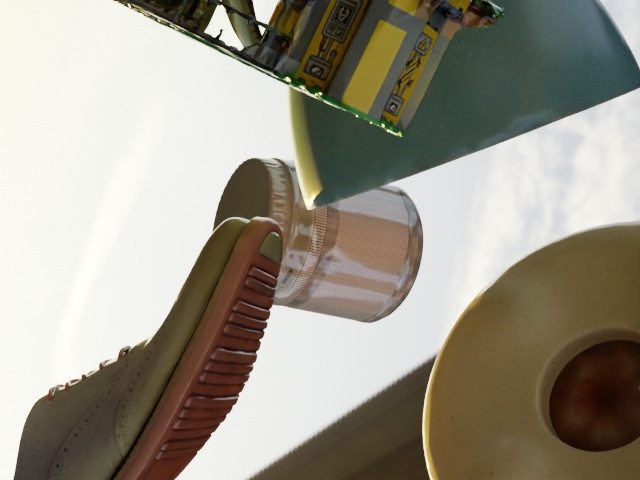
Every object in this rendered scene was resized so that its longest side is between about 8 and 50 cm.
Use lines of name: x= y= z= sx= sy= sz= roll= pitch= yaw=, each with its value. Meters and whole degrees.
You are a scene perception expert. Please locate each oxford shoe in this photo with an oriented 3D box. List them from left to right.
oxford shoe: x=-0.167 y=0.139 z=0.947 sx=0.397 sy=0.147 sz=0.140 roll=-60 pitch=162 yaw=-5

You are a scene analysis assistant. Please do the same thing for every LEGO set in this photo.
LEGO set: x=-0.061 y=-0.199 z=0.516 sx=0.255 sy=0.331 sz=0.192 roll=-109 pitch=-135 yaw=-82

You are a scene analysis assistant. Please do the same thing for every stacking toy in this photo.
stacking toy: x=0.348 y=0.236 z=1.112 sx=0.351 sy=0.480 sz=0.350 roll=-21 pitch=-133 yaw=24

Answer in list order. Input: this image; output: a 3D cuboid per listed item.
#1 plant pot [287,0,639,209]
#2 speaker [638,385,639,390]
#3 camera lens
plant pot: x=0.092 y=-0.166 z=0.936 sx=0.290 sy=0.290 sz=0.195 roll=-15 pitch=-84 yaw=62
speaker: x=0.279 y=0.150 z=0.805 sx=0.055 sy=0.055 sz=0.136 roll=-47 pitch=-125 yaw=38
camera lens: x=0.000 y=0.000 z=1.727 sx=0.219 sy=0.274 sz=0.219 roll=-34 pitch=-130 yaw=52
